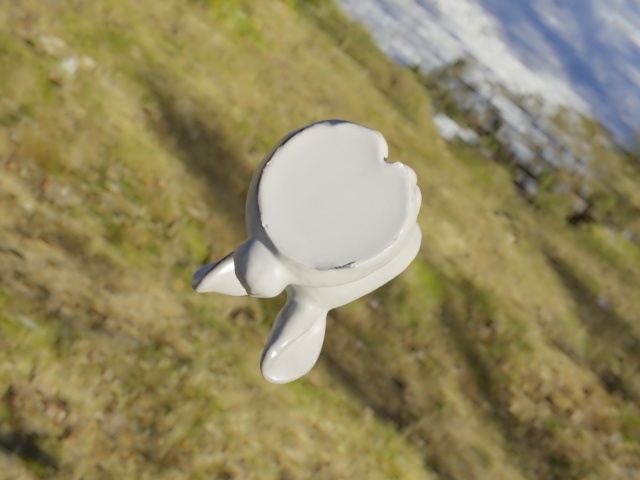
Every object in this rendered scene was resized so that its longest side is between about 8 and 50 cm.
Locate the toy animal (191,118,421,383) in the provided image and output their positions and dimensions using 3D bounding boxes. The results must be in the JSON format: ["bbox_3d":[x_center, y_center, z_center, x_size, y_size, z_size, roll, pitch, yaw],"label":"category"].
[{"bbox_3d":[-0.005,0.001,1.274,0.127,0.193,0.178,43,67,6],"label":"toy animal"}]
